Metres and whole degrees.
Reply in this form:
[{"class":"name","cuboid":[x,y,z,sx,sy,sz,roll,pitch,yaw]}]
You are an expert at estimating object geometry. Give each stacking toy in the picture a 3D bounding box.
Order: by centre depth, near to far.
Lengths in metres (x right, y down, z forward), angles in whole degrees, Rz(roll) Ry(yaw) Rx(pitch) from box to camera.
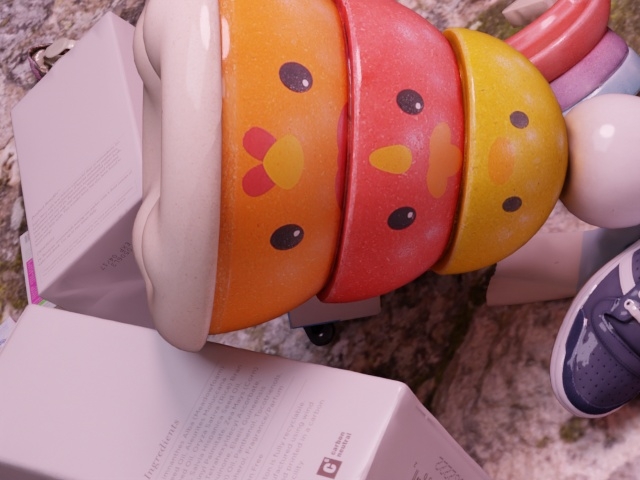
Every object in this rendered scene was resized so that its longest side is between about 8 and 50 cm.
[{"class":"stacking toy","cuboid":[0.085,-0.084,1.497,0.480,0.350,0.350,0,48,-9]},{"class":"stacking toy","cuboid":[0.183,-0.122,1.735,0.309,0.130,0.279,-34,15,20]}]

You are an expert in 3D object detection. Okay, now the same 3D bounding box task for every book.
[{"class":"book","cuboid":[-0.292,0.025,2.000,0.096,0.035,0.144,-31,44,16]}]

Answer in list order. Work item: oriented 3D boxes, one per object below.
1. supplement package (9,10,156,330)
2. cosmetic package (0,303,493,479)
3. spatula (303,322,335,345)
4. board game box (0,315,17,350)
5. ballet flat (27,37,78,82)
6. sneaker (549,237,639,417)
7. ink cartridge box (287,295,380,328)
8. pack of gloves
[{"class":"supplement package","cuboid":[-0.195,-0.063,1.872,0.177,0.175,0.293,-41,42,24]},{"class":"cosmetic package","cuboid":[-0.083,0.207,1.569,0.453,0.230,0.161,9,63,39]},{"class":"spatula","cuboid":[-0.041,0.002,1.840,0.084,0.030,0.296,-34,45,10]},{"class":"board game box","cuboid":[-0.352,0.140,1.960,0.090,0.020,0.090,-46,44,-3]},{"class":"ballet flat","cuboid":[-0.270,-0.213,2.134,0.221,0.079,0.077,2,58,36]},{"class":"sneaker","cuboid":[0.312,0.038,1.470,0.282,0.099,0.153,-47,12,-8]},{"class":"ink cartridge box","cuboid":[0.000,0.000,1.749,0.092,0.090,0.143,-10,47,-5]},{"class":"pack of gloves","cuboid":[0.266,-0.040,1.644,0.232,0.046,0.195,-7,55,31]}]
